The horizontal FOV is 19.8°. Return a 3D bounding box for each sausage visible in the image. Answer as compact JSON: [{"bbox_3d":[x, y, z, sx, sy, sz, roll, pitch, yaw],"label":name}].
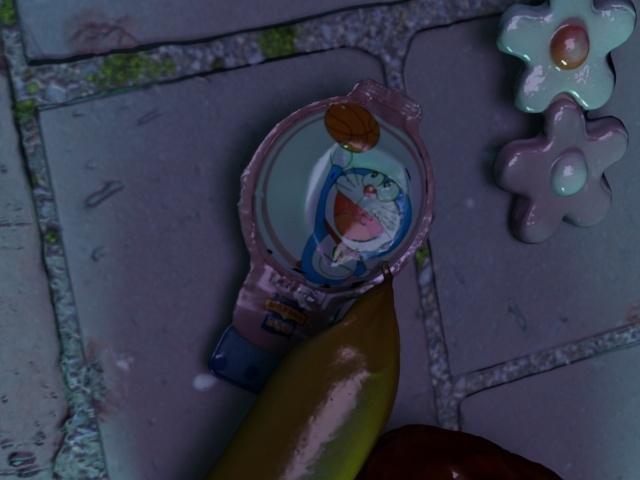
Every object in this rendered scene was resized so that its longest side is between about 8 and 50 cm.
[{"bbox_3d":[-0.015,0.166,1.537,0.112,0.112,0.328,34,89,-24],"label":"sausage"}]

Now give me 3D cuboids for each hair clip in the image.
[{"bbox_3d":[0.217,-0.124,1.662,0.146,0.075,0.257,-9,103,-30],"label":"hair clip"}]

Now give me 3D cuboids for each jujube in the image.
[{"bbox_3d":[0.128,0.258,1.604,0.250,0.174,0.174,20,86,-31],"label":"jujube"}]

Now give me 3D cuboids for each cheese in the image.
[{"bbox_3d":[0.000,0.000,1.564,0.189,0.074,0.286,27,91,-26],"label":"cheese"}]
